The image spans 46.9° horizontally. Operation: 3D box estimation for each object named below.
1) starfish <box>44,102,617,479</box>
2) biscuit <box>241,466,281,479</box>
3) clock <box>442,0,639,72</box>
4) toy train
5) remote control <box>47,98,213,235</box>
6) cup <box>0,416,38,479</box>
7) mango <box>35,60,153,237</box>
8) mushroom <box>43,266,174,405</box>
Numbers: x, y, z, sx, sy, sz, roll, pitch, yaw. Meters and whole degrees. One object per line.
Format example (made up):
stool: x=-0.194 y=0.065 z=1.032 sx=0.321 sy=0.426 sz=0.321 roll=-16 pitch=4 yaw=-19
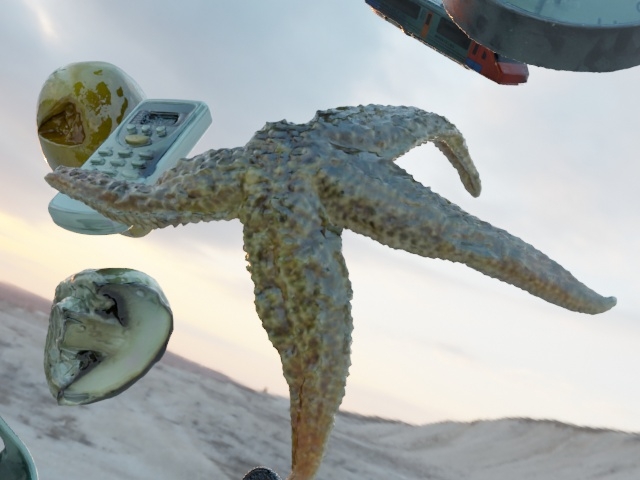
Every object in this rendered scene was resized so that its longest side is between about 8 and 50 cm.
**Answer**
starfish: x=0.002 y=-0.008 z=0.644 sx=0.383 sy=0.398 sz=0.132 roll=58 pitch=-23 yaw=30
biscuit: x=-0.104 y=0.440 z=1.290 sx=0.089 sy=0.087 sz=0.027 roll=-22 pitch=-36 yaw=21
clock: x=0.307 y=-0.334 z=0.915 sx=0.319 sy=0.319 sz=0.066 roll=20 pitch=-33 yaw=14
toy train: x=0.229 y=-0.399 z=1.355 sx=0.086 sy=0.089 sz=0.409 roll=-7 pitch=37 yaw=-33
remote control: x=-0.282 y=-0.118 z=1.106 sx=0.140 sy=0.296 sz=0.056 roll=6 pitch=-46 yaw=23
cup: x=-0.505 y=0.321 z=0.860 sx=0.401 sy=0.392 sz=0.310 roll=-1 pitch=-34 yaw=-37
mango: x=-0.391 y=-0.163 z=1.388 sx=0.182 sy=0.253 sz=0.364 roll=-9 pitch=-55 yaw=17
mushroom: x=-0.372 y=0.140 z=1.273 sx=0.190 sy=0.267 sz=0.164 roll=-1 pitch=34 yaw=-31
